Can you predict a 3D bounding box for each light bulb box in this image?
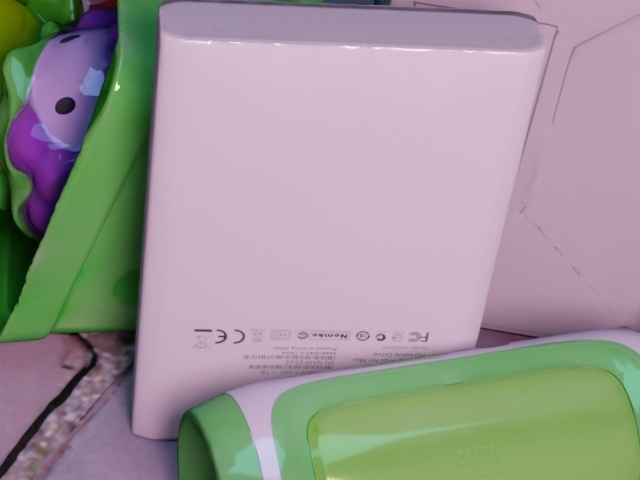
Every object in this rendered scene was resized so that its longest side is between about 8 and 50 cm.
[{"bbox_3d":[0.156,-0.183,1.319,0.225,0.358,0.361,10,42,-1],"label":"light bulb box"}]

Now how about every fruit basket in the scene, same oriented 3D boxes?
[{"bbox_3d":[-0.198,-0.125,1.292,0.392,0.283,0.392,18,39,-16],"label":"fruit basket"}]

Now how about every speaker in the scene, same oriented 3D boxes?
[{"bbox_3d":[0.074,0.128,1.145,0.297,0.131,0.131,-8,45,-17],"label":"speaker"}]

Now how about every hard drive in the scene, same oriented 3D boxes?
[{"bbox_3d":[0.000,0.000,1.134,0.203,0.307,0.040,1,43,-8],"label":"hard drive"}]
